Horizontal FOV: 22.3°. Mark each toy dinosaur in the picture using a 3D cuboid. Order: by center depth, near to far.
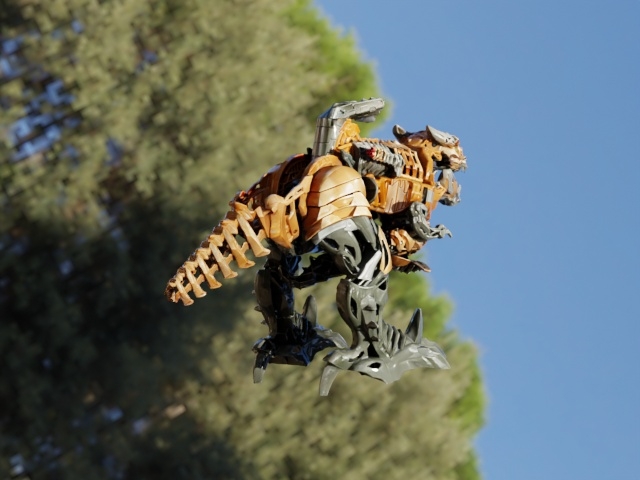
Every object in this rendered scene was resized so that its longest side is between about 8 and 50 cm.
[{"bbox_3d":[0.000,0.000,1.329,0.164,0.321,0.218,21,-60,62],"label":"toy dinosaur"}]
